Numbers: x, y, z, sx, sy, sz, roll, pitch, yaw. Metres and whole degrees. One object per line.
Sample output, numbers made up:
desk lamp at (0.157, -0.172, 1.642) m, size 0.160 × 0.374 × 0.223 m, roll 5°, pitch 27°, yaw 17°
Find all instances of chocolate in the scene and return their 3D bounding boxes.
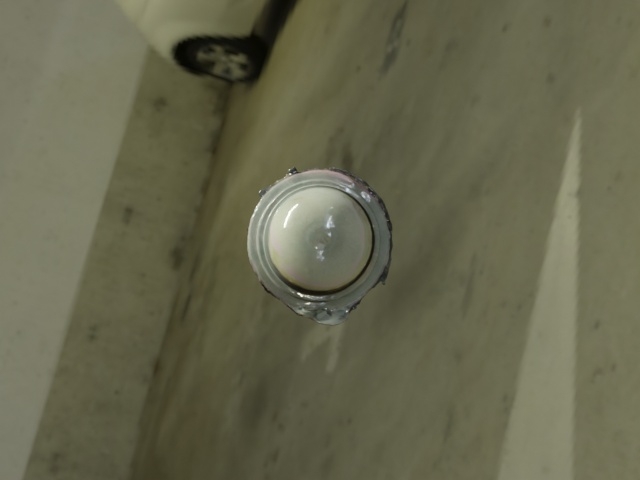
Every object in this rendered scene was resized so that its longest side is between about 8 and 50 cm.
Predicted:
chocolate at (-0.004, 0.007, 1.640) m, size 0.147 × 0.221 × 0.221 m, roll -59°, pitch -13°, yaw -84°
